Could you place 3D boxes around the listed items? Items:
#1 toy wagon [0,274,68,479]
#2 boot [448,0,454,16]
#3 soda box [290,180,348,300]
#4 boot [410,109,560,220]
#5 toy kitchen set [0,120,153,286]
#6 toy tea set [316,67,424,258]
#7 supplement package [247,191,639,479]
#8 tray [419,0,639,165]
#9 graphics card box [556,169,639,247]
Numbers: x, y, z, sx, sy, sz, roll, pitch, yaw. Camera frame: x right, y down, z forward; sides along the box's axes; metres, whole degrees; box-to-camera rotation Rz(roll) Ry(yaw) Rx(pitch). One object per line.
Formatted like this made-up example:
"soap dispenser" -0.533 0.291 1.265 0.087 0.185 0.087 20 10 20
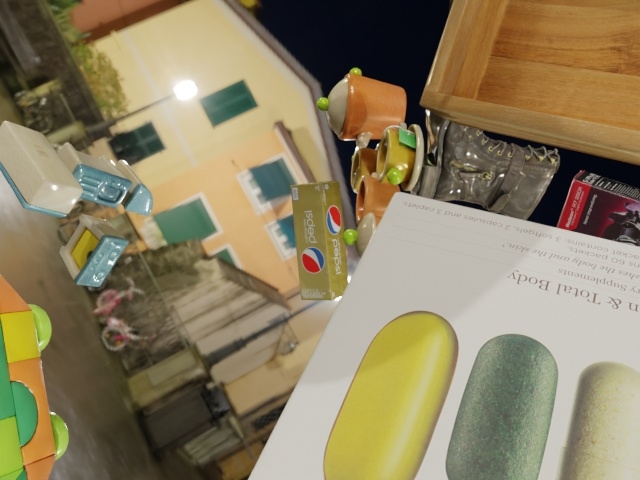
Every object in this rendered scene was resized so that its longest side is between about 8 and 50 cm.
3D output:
"toy wagon" -0.326 0.186 0.631 0.267 0.068 0.344 8 69 -74
"boot" 0.255 -0.445 1.062 0.112 0.115 0.305 17 -45 17
"soda box" 0.000 0.000 1.091 0.058 0.061 0.181 -2 -84 31
"boot" 0.282 -0.151 1.140 0.091 0.229 0.263 -97 -163 -54
"toy kitchen set" -0.313 -0.019 0.862 0.122 0.166 0.207 46 16 33
"toy tea set" 0.054 -0.099 0.964 0.336 0.124 0.200 -97 -166 -58
"supplement package" 0.096 0.142 0.443 0.199 0.262 0.198 15 -42 18
"tray" 0.278 -0.139 0.450 0.411 0.203 0.076 23 8 40
"graphics card box" 0.643 0.033 1.366 0.371 0.094 0.232 24 -61 26
